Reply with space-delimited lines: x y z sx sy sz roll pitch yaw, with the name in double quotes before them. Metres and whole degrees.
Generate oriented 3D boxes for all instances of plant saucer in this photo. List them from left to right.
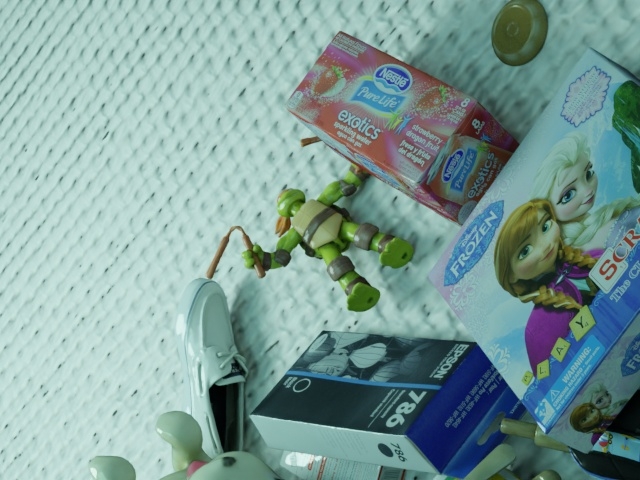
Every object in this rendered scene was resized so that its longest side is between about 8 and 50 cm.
"plant saucer" 0.229 -0.246 1.713 0.083 0.015 0.083 -7 80 45

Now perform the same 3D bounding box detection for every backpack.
"backpack" 0.337 0.174 1.470 0.173 0.117 0.158 -2 84 45

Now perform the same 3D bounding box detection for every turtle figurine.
"turtle figurine" 0.000 0.000 1.852 0.269 0.087 0.217 -44 55 -7

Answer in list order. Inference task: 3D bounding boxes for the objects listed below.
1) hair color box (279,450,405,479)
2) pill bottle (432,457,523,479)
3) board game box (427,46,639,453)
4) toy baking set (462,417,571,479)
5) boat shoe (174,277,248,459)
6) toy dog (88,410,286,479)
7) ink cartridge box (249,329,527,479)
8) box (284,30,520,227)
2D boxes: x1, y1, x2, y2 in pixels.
"hair color box" 0.030 0.270 1.822 0.167 0.053 0.093 25 104 43
"pill bottle" 0.214 0.328 1.577 0.208 0.118 0.117 33 108 43
"board game box" 0.275 -0.001 1.500 0.318 0.066 0.318 -56 31 14
"toy baking set" 0.228 0.271 1.514 0.256 0.030 0.196 15 57 18
"boat shoe" -0.137 0.180 1.990 0.084 0.095 0.258 -1 94 42
"toy dog" -0.165 0.416 1.838 0.408 0.285 0.395 -37 73 41
"ink cartridge box" 0.083 0.185 1.705 0.333 0.165 0.065 1 128 45
"box" 0.097 -0.133 1.731 0.257 0.128 0.122 34 87 44
